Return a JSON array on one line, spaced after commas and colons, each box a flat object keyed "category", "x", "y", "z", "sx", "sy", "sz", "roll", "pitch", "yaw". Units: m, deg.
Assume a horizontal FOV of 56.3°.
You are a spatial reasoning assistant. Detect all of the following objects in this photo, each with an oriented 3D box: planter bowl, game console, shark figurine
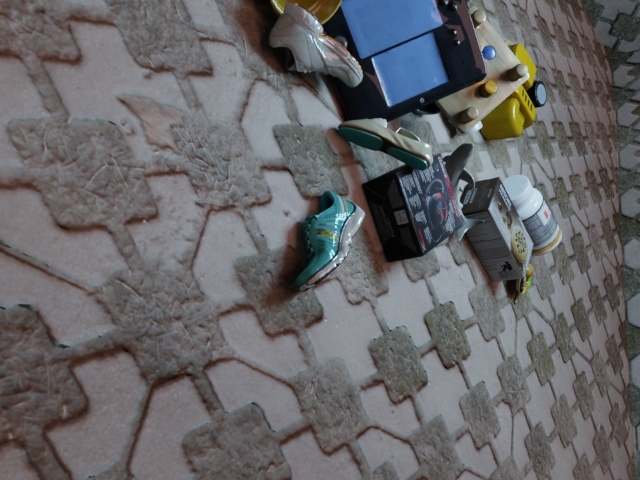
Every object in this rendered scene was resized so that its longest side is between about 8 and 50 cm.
[{"category": "planter bowl", "x": -0.050, "y": -0.592, "z": 1.339, "sx": 0.217, "sy": 0.090, "sz": 0.217, "roll": -21, "pitch": 128, "yaw": -30}, {"category": "game console", "x": 0.195, "y": -0.491, "z": 1.477, "sx": 0.386, "sy": 0.060, "sz": 0.342, "roll": -24, "pitch": 101, "yaw": -6}, {"category": "shark figurine", "x": 0.386, "y": -0.153, "z": 1.789, "sx": 0.116, "sy": 0.166, "sz": 0.278, "roll": -15, "pitch": 109, "yaw": -25}]

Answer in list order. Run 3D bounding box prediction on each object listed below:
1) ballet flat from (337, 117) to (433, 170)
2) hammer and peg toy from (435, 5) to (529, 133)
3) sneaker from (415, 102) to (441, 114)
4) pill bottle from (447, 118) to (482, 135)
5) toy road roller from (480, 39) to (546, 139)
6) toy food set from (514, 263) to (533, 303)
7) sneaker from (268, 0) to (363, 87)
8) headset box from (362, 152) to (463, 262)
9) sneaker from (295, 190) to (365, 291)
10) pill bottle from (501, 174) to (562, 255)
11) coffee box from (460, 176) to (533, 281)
[{"category": "ballet flat", "x": 0.164, "y": -0.251, "z": 1.467, "sx": 0.248, "sy": 0.086, "sz": 0.086, "roll": 24, "pitch": 56, "yaw": -7}, {"category": "hammer and peg toy", "x": 0.369, "y": -0.506, "z": 1.613, "sx": 0.266, "sy": 0.127, "sz": 0.361, "roll": -40, "pitch": 95, "yaw": -5}, {"category": "sneaker", "x": 0.286, "y": -0.472, "z": 1.724, "sx": 0.295, "sy": 0.124, "sz": 0.178, "roll": 43, "pitch": 40, "yaw": -36}, {"category": "pill bottle", "x": 0.448, "y": -0.431, "z": 1.909, "sx": 0.108, "sy": 0.108, "sz": 0.180, "roll": -41, "pitch": 111, "yaw": -47}, {"category": "toy road roller", "x": 0.633, "y": -0.503, "z": 2.089, "sx": 0.329, "sy": 0.202, "sz": 0.240, "roll": 41, "pitch": 61, "yaw": -38}, {"category": "toy food set", "x": 0.706, "y": 0.121, "z": 2.061, "sx": 0.132, "sy": 0.038, "sz": 0.192, "roll": -53, "pitch": 145, "yaw": -42}, {"category": "sneaker", "x": -0.016, "y": -0.416, "z": 1.357, "sx": 0.262, "sy": 0.099, "sz": 0.121, "roll": 34, "pitch": 101, "yaw": -38}, {"category": "headset box", "x": 0.258, "y": -0.095, "z": 1.584, "sx": 0.293, "sy": 0.110, "sz": 0.218, "roll": -30, "pitch": 103, "yaw": -50}, {"category": "sneaker", "x": 0.000, "y": 0.000, "z": 1.280, "sx": 0.110, "sy": 0.107, "sz": 0.275, "roll": 39, "pitch": 45, "yaw": -13}, {"category": "pill bottle", "x": 0.724, "y": -0.088, "z": 2.104, "sx": 0.278, "sy": 0.162, "sz": 0.162, "roll": 50, "pitch": 46, "yaw": -30}, {"category": "coffee box", "x": 0.564, "y": -0.033, "z": 1.928, "sx": 0.297, "sy": 0.119, "sz": 0.168, "roll": 55, "pitch": 45, "yaw": -25}]
